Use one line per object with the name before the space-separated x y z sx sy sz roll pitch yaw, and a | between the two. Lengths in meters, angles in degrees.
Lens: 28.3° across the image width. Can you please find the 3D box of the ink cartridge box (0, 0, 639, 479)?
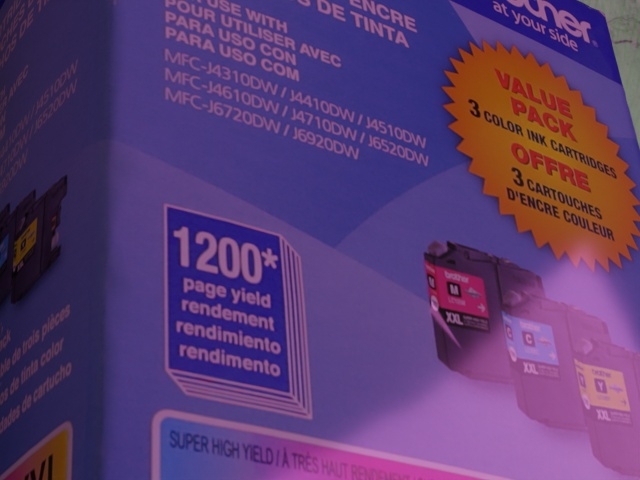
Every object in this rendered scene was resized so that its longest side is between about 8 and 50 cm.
ink cartridge box | 0.000 0.000 0.513 0.151 0.270 0.396 -42 -138 41
